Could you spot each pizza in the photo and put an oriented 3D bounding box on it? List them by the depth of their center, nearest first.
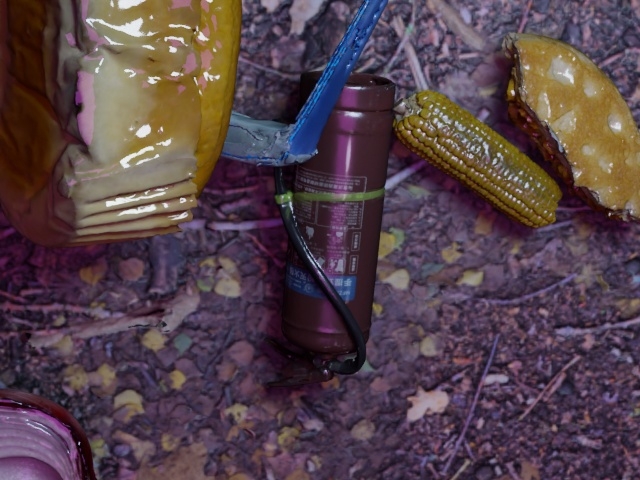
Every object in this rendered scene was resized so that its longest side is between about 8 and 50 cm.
[{"bbox_3d":[0.262,-0.116,1.508,0.246,0.058,0.127,40,68,-20],"label":"pizza"}]

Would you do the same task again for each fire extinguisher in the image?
[{"bbox_3d":[0.000,0.000,1.508,0.141,0.105,0.341,16,108,32],"label":"fire extinguisher"}]

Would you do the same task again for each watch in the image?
[{"bbox_3d":[-0.019,-0.202,1.390,0.276,0.068,0.274,11,101,31],"label":"watch"}]

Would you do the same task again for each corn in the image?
[{"bbox_3d":[0.161,-0.084,1.510,0.207,0.068,0.068,33,100,-12],"label":"corn"}]

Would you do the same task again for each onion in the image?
[{"bbox_3d":[-0.371,0.247,1.523,0.284,0.120,0.227,2,107,-9],"label":"onion"}]

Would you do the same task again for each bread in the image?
[{"bbox_3d":[-0.192,-0.181,1.373,0.183,0.236,0.388,-8,113,-41],"label":"bread"}]
